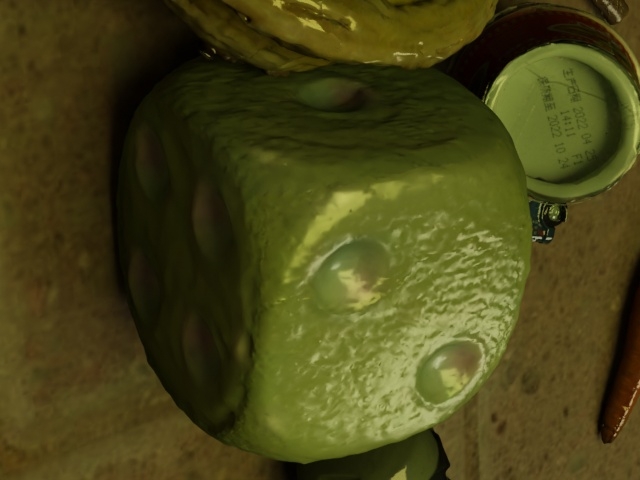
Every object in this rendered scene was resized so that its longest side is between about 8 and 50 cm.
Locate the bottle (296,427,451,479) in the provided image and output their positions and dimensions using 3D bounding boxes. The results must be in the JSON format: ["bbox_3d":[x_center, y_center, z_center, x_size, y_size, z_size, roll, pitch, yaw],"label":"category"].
[{"bbox_3d":[0.086,0.307,1.321,0.168,0.168,0.347,-33,118,-23],"label":"bottle"}]

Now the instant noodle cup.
[{"bbox_3d":[0.195,-0.109,1.165,0.193,0.212,0.193,1,100,5],"label":"instant noodle cup"}]

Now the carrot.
[{"bbox_3d":[0.358,0.112,1.525,0.061,0.061,0.257,12,105,-39],"label":"carrot"}]

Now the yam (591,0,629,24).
[{"bbox_3d":[0.257,-0.261,1.329,0.145,0.032,0.032,38,82,-40],"label":"yam"}]

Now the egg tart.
[{"bbox_3d":[-0.033,-0.243,1.001,0.345,0.132,0.345,21,50,-28],"label":"egg tart"}]

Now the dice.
[{"bbox_3d":[0.000,0.000,1.062,0.254,0.252,0.250,-11,124,-27],"label":"dice"}]

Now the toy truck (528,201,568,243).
[{"bbox_3d":[0.200,-0.099,1.315,0.088,0.074,0.202,1,105,-32],"label":"toy truck"}]
